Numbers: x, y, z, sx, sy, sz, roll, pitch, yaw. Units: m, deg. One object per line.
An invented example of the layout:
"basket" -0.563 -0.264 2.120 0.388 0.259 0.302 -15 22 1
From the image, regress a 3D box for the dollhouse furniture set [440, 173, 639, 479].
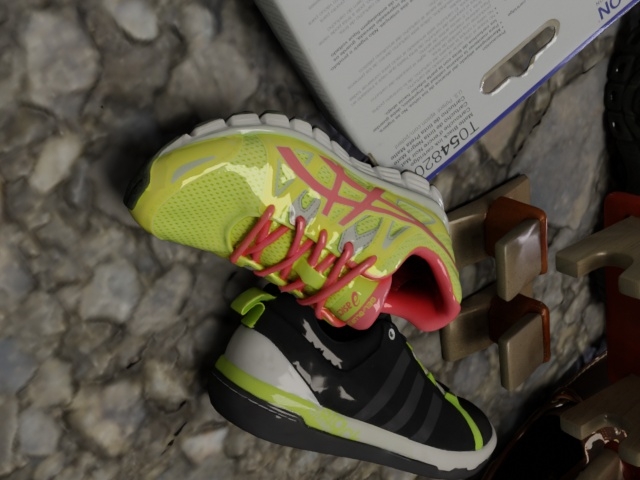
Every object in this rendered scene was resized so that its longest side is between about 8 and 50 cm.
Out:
"dollhouse furniture set" 0.221 0.092 0.638 0.135 0.262 0.259 -28 123 -32

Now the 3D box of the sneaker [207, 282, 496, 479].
"sneaker" 0.039 0.081 0.601 0.235 0.084 0.097 19 93 -42

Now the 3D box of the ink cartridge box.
"ink cartridge box" 0.074 -0.160 0.525 0.223 0.045 0.224 -40 138 -5

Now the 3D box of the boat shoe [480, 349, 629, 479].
"boat shoe" 0.196 0.156 0.768 0.207 0.073 0.073 -49 133 -14

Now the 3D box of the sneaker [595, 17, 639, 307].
"sneaker" 0.285 -0.071 0.749 0.130 0.109 0.286 -24 128 -42

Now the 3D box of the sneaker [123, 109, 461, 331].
"sneaker" 0.000 0.000 0.509 0.208 0.094 0.081 10 136 -35
